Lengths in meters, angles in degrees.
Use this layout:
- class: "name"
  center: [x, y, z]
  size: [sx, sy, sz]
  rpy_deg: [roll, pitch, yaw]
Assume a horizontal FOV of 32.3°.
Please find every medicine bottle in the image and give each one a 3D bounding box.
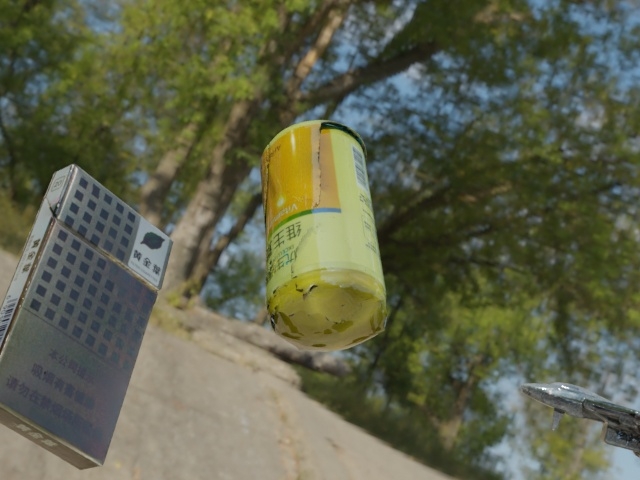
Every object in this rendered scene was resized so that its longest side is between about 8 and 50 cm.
- class: "medicine bottle"
  center: [0.000, 0.000, 1.117]
  size: [0.124, 0.238, 0.124]
  rpy_deg: [-3, -39, -2]

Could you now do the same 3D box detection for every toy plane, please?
- class: "toy plane"
  center: [0.413, 0.257, 1.556]
  size: [0.267, 0.088, 0.212]
  rpy_deg: [9, -8, 5]

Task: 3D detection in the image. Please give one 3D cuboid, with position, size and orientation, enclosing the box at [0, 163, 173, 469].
- class: "box"
  center: [-0.288, 0.086, 1.312]
  size: [0.047, 0.324, 0.180]
  rpy_deg: [-17, -44, 36]
